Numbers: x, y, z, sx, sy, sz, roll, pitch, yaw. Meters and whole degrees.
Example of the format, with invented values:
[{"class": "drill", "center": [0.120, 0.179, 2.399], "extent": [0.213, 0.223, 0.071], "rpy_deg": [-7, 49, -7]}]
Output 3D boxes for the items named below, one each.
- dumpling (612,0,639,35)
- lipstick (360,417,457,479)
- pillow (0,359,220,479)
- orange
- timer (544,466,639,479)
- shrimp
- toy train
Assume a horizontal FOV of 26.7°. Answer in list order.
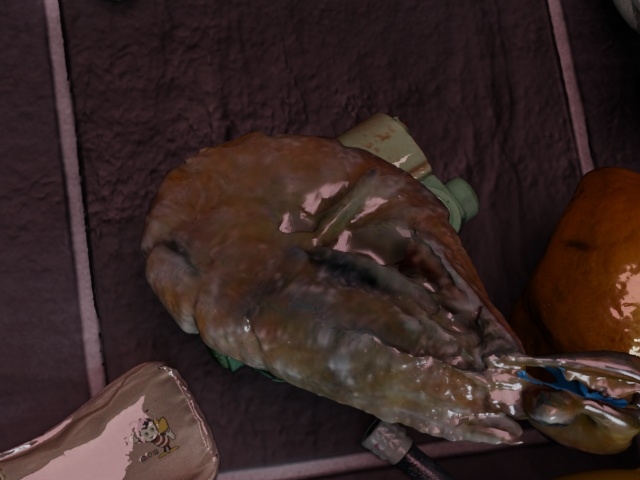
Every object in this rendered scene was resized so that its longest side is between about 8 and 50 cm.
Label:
[{"class": "dumpling", "center": [0.403, -0.272, 1.334], "extent": [0.260, 0.181, 0.341], "rpy_deg": [15, 42, -27]}, {"class": "lipstick", "center": [0.091, 0.206, 1.221], "extent": [0.116, 0.037, 0.037], "rpy_deg": [40, 73, -2]}, {"class": "pillow", "center": [-0.201, 0.208, 1.167], "extent": [0.232, 0.038, 0.131], "rpy_deg": [-30, 88, -16]}, {"class": "orange", "center": [0.266, 0.068, 1.178], "extent": [0.183, 0.249, 0.249], "rpy_deg": [26, 73, 8]}, {"class": "timer", "center": [0.268, 0.330, 1.072], "extent": [0.387, 0.376, 0.376], "rpy_deg": [-26, 81, -36]}, {"class": "shrimp", "center": [0.057, 0.044, 1.089], "extent": [0.445, 0.110, 0.221], "rpy_deg": [27, 64, 18]}, {"class": "toy train", "center": [0.000, 0.000, 1.225], "extent": [0.285, 0.116, 0.177], "rpy_deg": [-33, 72, -14]}]
